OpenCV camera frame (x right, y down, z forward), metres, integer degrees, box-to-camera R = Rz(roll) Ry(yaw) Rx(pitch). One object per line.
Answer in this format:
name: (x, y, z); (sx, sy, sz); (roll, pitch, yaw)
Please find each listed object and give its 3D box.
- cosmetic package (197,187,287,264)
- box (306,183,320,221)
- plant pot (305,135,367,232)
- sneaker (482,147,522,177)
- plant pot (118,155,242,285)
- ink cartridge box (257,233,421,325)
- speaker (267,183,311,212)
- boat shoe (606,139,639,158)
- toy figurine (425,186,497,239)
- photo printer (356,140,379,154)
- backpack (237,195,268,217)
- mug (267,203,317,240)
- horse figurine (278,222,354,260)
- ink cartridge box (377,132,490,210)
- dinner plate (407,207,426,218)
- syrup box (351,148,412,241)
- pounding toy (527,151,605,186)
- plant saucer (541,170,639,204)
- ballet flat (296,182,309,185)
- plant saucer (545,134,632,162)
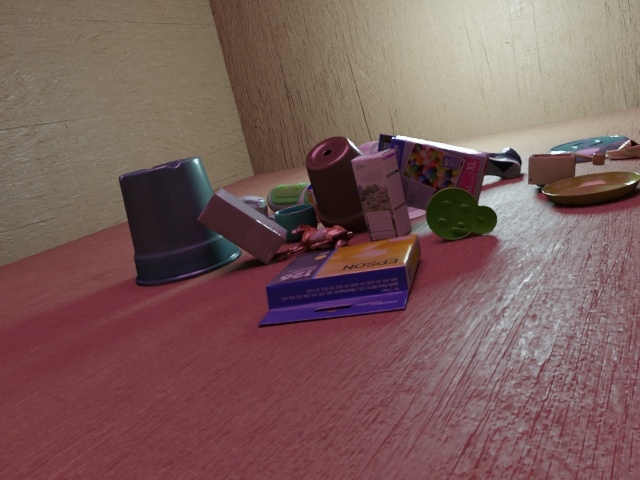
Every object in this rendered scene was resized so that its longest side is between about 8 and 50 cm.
cosmetic package: (-0.221, -0.043, 1.660); (0.107, 0.238, 0.127); (-53, 10, 10)
box: (0.000, -0.141, 2.070); (0.081, 0.136, 0.028); (-24, 16, -36)
plant pot: (0.071, -0.191, 1.778); (0.263, 0.229, 0.263); (-19, 40, 17)
sneaker: (0.616, -0.290, 2.096); (0.226, 0.086, 0.163); (16, 30, 17)
plant pot: (-0.456, -0.072, 1.805); (0.341, 0.334, 0.341); (-14, 13, 3)
ink cartridge box: (0.048, 0.077, 1.232); (0.304, 0.072, 0.307); (-9, 11, 17)
speaker: (-0.091, -0.163, 2.295); (0.131, 0.131, 0.297); (-22, 15, -34)
boat shoe: (1.012, -0.300, 1.880); (0.063, 0.059, 0.170); (-22, 15, -35)
toy figurine: (0.356, -0.068, 1.487); (0.173, 0.130, 0.159); (11, 7, 8)
photo printer: (0.246, -0.251, 2.008); (0.308, 0.107, 0.256); (15, -7, -15)
backpack: (-0.286, -0.124, 2.353); (0.152, 0.115, 0.182); (-16, 15, -23)
mug: (-0.083, -0.055, 1.872); (0.129, 0.097, 0.158); (-23, 15, -34)
horse figurine: (0.000, 0.000, 1.625); (0.263, 0.066, 0.174); (-6, 20, 40)
ink cartridge box: (0.289, -0.179, 1.600); (0.311, 0.185, 0.065); (16, 25, 22)
dinner plate: (0.273, -0.087, 1.830); (0.141, 0.017, 0.141); (-13, 11, 3)
syrup box: (0.169, -0.123, 1.586); (0.093, 0.236, 0.096); (-6, 15, 35)
pounding toy: (0.740, -0.213, 1.737); (0.206, 0.094, 0.181); (3, 13, 24)
plant saucer: (0.714, -0.135, 1.526); (0.241, 0.037, 0.241); (-13, 13, 3)
ballet flat: (-0.109, -0.195, 2.580); (0.086, 0.086, 0.248); (-8, 14, 23)
plant saucer: (0.979, -0.337, 2.125); (0.318, 0.043, 0.317); (-13, 12, 3)
